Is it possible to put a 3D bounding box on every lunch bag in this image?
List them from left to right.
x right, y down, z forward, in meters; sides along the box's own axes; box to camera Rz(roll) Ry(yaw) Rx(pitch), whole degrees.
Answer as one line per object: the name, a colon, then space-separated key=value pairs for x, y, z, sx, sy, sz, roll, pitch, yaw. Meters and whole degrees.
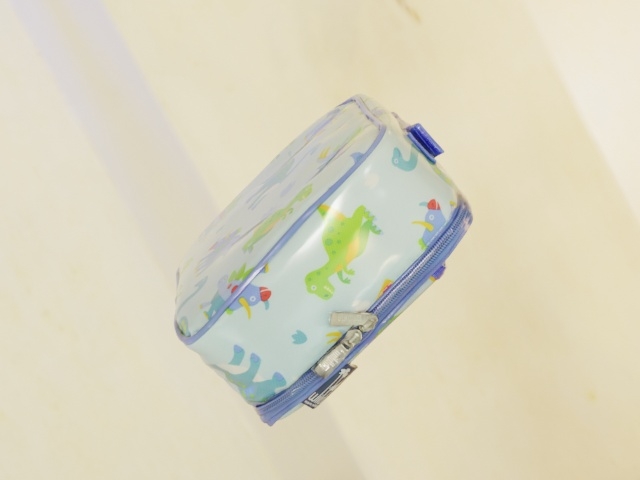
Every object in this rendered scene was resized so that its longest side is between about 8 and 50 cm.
lunch bag: x=0.000 y=0.000 z=0.814 sx=0.176 sy=0.090 sz=0.219 roll=-47 pitch=12 yaw=5
